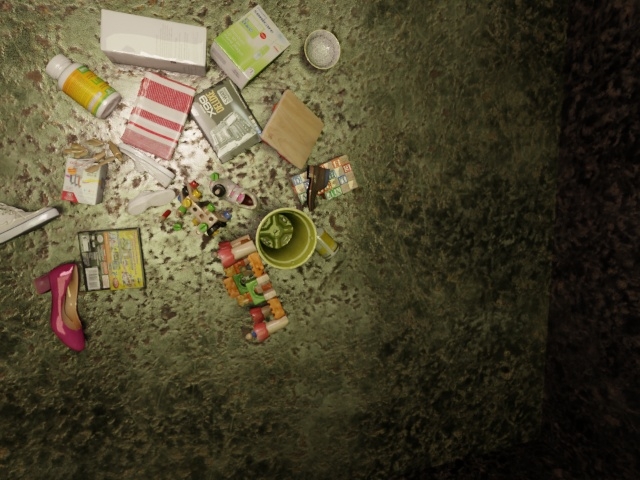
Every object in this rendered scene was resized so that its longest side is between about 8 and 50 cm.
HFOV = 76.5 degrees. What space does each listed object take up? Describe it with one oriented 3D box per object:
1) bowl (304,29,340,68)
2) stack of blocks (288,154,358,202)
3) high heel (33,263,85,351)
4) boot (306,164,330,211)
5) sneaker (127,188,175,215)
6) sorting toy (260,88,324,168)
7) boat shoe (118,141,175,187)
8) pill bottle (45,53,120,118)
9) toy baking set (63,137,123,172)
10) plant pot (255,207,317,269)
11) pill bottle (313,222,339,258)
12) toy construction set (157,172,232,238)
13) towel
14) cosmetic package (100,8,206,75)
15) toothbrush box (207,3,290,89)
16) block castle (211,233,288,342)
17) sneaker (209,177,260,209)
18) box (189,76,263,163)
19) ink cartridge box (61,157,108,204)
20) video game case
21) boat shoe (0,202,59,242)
[{"bbox_3d":[-0.001,-0.879,1.891,0.170,0.080,0.170,-3,100,-16],"label":"bowl"},{"bbox_3d":[0.014,-0.287,1.997,0.297,0.087,0.171,-25,105,-11],"label":"stack of blocks"},{"bbox_3d":[-1.073,0.293,1.760,0.181,0.127,0.377,-23,102,0],"label":"high heel"},{"bbox_3d":[-0.010,-0.242,1.908,0.106,0.082,0.219,0,98,-13],"label":"boot"},{"bbox_3d":[-0.752,-0.193,1.794,0.212,0.094,0.080,-22,144,-7],"label":"sneaker"},{"bbox_3d":[-0.141,-0.507,1.877,0.257,0.089,0.255,35,76,-40],"label":"sorting toy"},{"bbox_3d":[-0.764,-0.324,1.762,0.258,0.095,0.084,34,85,-18],"label":"boat shoe"},{"bbox_3d":[-0.953,-0.620,1.632,0.245,0.136,0.136,39,88,-19],"label":"pill bottle"},{"bbox_3d":[-0.912,-0.342,1.650,0.196,0.256,0.030,-23,142,-36],"label":"toy baking set"},{"bbox_3d":[-0.184,-0.028,1.896,0.276,0.254,0.276,-3,101,-18],"label":"plant pot"},{"bbox_3d":[0.000,0.000,2.036,0.103,0.103,0.184,-45,108,-5],"label":"pill bottle"},{"bbox_3d":[-0.552,-0.110,1.748,0.308,0.237,0.257,-17,113,6],"label":"toy construction set"},{"bbox_3d":[-0.691,-0.533,1.732,0.237,0.037,0.329,22,93,4],"label":"towel"},{"bbox_3d":[-0.661,-0.790,1.648,0.385,0.217,0.156,1,99,-15],"label":"cosmetic package"},{"bbox_3d":[-0.305,-0.831,1.754,0.206,0.122,0.283,47,66,-18],"label":"toothbrush box"},{"bbox_3d":[-0.335,0.212,1.873,0.212,0.303,0.453,-24,104,-9],"label":"block castle"},{"bbox_3d":[-0.390,-0.214,1.880,0.252,0.111,0.103,21,93,-18],"label":"sneaker"},{"bbox_3d":[-0.426,-0.537,1.831,0.242,0.076,0.307,-33,107,-8],"label":"box"},{"bbox_3d":[-0.981,-0.248,1.695,0.128,0.127,0.176,10,96,-17],"label":"ink cartridge box"},{"bbox_3d":[-0.929,0.087,1.820,0.248,0.035,0.275,-5,100,-15],"label":"video game case"},{"bbox_3d":[-1.270,-0.085,1.650,0.367,0.136,0.156,-24,103,-1],"label":"boat shoe"}]
